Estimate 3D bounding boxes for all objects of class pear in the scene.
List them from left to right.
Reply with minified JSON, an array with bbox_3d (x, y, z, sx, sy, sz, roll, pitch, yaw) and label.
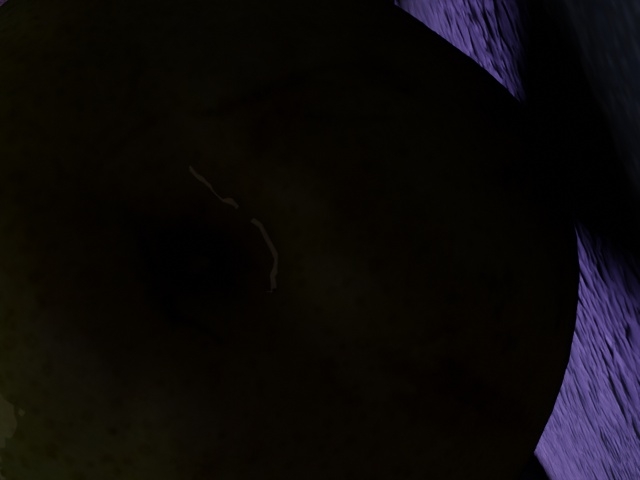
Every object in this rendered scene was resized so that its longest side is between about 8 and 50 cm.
[{"bbox_3d":[-0.039,0.019,0.510,0.314,0.314,0.314,-23,-90,-89],"label":"pear"}]

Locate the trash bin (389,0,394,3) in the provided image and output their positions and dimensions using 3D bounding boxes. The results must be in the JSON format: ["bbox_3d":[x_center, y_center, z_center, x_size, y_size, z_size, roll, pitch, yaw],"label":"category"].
[{"bbox_3d":[-0.067,-0.152,0.783,0.177,0.236,0.101,-40,65,45],"label":"trash bin"}]

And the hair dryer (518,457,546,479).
[{"bbox_3d":[0.228,0.310,1.229,0.219,0.072,0.124,60,-177,-17],"label":"hair dryer"}]
